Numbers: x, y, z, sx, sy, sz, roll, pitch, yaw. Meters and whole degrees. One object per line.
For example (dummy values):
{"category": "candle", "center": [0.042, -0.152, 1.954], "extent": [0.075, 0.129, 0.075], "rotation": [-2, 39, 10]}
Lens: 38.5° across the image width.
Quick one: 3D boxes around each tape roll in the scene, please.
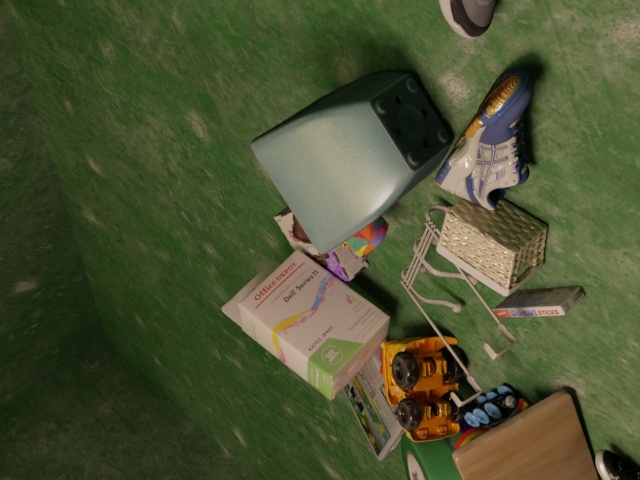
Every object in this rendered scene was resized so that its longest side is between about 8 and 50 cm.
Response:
{"category": "tape roll", "center": [0.274, 0.587, 2.101], "extent": [0.321, 0.077, 0.321], "rotation": [165, 90, -82]}

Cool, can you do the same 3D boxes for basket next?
{"category": "basket", "center": [0.302, -0.003, 1.615], "extent": [0.167, 0.113, 0.103], "rotation": [35, 145, 31]}

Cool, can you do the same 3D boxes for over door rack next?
{"category": "over door rack", "center": [0.272, 0.122, 1.757], "extent": [0.239, 0.108, 0.324], "rotation": [103, 150, -55]}

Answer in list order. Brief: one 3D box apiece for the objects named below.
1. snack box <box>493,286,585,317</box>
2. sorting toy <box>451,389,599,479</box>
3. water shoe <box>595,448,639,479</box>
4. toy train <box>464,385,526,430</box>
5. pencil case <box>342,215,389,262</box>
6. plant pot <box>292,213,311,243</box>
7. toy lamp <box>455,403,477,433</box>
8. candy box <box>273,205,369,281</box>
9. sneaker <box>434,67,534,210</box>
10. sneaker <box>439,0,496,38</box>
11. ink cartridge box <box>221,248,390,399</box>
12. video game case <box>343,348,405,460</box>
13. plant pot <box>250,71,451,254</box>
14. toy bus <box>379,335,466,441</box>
{"category": "snack box", "center": [0.392, 0.112, 1.657], "extent": [0.022, 0.064, 0.178], "rotation": [59, 152, -11]}
{"category": "sorting toy", "center": [0.399, 0.440, 1.834], "extent": [0.255, 0.257, 0.089], "rotation": [66, 172, -27]}
{"category": "water shoe", "center": [0.612, 0.463, 1.733], "extent": [0.203, 0.073, 0.080], "rotation": [46, 130, 6]}
{"category": "toy train", "center": [0.382, 0.379, 1.962], "extent": [0.105, 0.080, 0.184], "rotation": [45, 151, 3]}
{"category": "pencil case", "center": [0.030, -0.065, 1.804], "extent": [0.236, 0.104, 0.104], "rotation": [46, 155, -17]}
{"category": "plant pot", "center": [0.008, -0.101, 1.916], "extent": [0.167, 0.167, 0.165], "rotation": [21, 131, 46]}
{"category": "toy lamp", "center": [0.252, 0.391, 2.170], "extent": [0.275, 0.080, 0.080], "rotation": [9, 129, 54]}
{"category": "candy box", "center": [0.000, 0.000, 2.121], "extent": [0.196, 0.070, 0.165], "rotation": [59, 152, -11]}
{"category": "sneaker", "center": [0.297, -0.159, 1.487], "extent": [0.131, 0.112, 0.296], "rotation": [32, 151, 4]}
{"category": "sneaker", "center": [0.250, -0.386, 1.272], "extent": [0.153, 0.101, 0.268], "rotation": [35, 144, 37]}
{"category": "ink cartridge box", "center": [-0.043, 0.166, 2.081], "extent": [0.353, 0.207, 0.119], "rotation": [35, 152, 23]}
{"category": "video game case", "center": [0.117, 0.350, 2.273], "extent": [0.329, 0.036, 0.300], "rotation": [62, 157, 25]}
{"category": "plant pot", "center": [0.080, -0.165, 1.648], "extent": [0.252, 0.247, 0.248], "rotation": [-27, 99, 47]}
{"category": "toy bus", "center": [0.204, 0.318, 2.036], "extent": [0.211, 0.149, 0.220], "rotation": [-2, 92, 63]}
